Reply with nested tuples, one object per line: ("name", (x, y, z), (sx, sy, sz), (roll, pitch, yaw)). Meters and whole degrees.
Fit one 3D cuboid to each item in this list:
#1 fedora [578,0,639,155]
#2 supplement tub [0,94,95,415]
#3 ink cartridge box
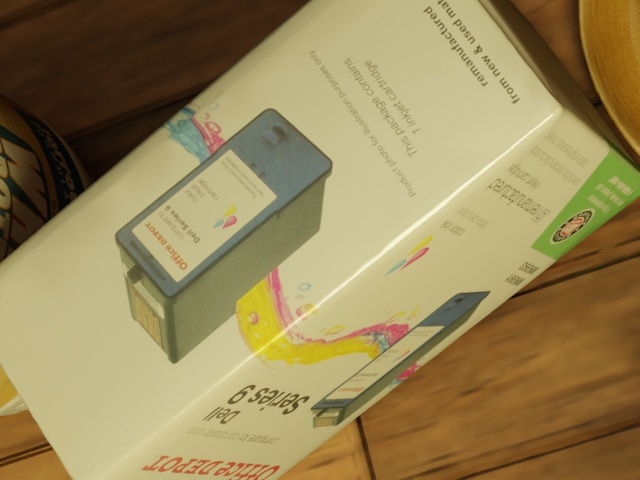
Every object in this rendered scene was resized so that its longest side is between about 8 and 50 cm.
("fedora", (0.181, -0.096, 0.713), (0.194, 0.079, 0.194), (-4, 79, 21))
("supplement tub", (-0.172, -0.002, 0.767), (0.144, 0.199, 0.144), (-4, 79, 19))
("ink cartridge box", (0.000, 0.000, 0.726), (0.212, 0.154, 0.093), (-37, 71, 11))
